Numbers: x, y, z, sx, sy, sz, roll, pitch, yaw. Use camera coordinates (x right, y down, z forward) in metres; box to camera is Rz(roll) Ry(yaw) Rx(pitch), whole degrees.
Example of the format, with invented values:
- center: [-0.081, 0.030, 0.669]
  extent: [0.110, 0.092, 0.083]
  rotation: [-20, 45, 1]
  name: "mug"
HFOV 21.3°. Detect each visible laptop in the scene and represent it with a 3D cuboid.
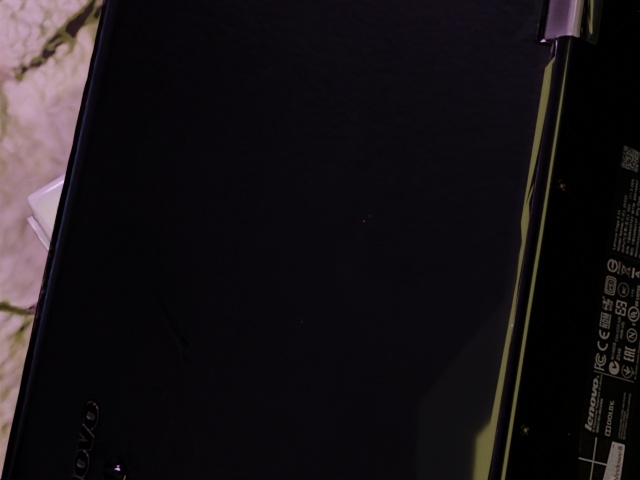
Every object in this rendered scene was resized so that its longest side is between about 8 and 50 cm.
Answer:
- center: [0.083, 0.051, 0.919]
  extent: [0.408, 0.236, 0.382]
  rotation: [17, 77, -30]
  name: "laptop"

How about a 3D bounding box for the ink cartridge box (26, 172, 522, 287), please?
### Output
- center: [0.000, 0.000, 0.996]
  extent: [0.278, 0.117, 0.201]
  rotation: [-32, 79, -9]
  name: "ink cartridge box"
